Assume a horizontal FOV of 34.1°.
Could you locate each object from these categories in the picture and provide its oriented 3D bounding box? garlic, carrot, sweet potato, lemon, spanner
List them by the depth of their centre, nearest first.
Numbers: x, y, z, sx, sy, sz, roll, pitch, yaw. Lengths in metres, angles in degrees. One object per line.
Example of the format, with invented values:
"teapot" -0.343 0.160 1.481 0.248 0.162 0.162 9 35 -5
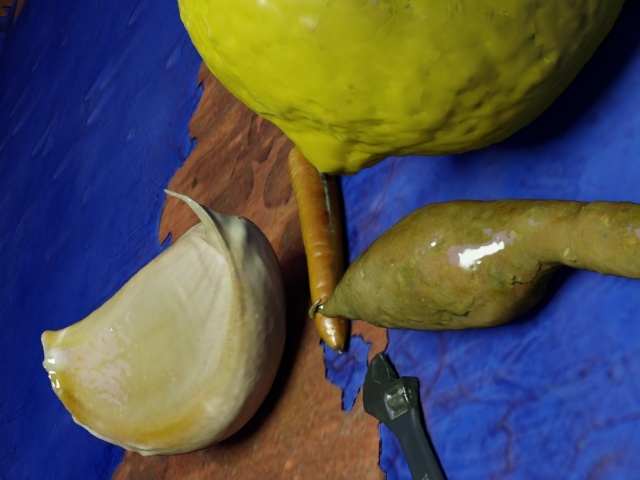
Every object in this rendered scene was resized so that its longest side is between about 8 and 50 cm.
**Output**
"sweet potato" 0.096 0.009 0.560 0.269 0.075 0.074 -14 62 50
"lemon" 0.049 -0.184 0.560 0.310 0.254 0.253 -67 28 12
"spanner" 0.060 0.141 0.614 0.046 0.012 0.208 -58 31 28
"carrot" 0.000 0.000 0.782 0.037 0.037 0.190 -47 38 41
"garlic" -0.107 0.072 0.806 0.245 0.164 0.145 -45 21 34
